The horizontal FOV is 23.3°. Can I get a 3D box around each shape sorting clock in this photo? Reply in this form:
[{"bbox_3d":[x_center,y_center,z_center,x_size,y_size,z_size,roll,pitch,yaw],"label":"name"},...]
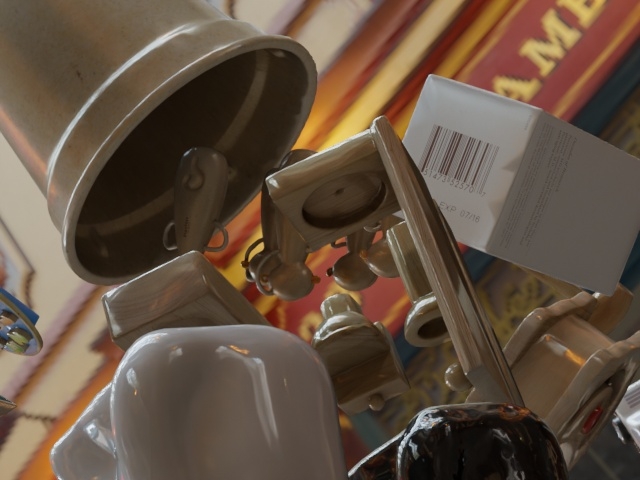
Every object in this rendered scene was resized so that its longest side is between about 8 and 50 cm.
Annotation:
[{"bbox_3d":[-0.400,0.068,1.727,0.040,0.206,0.206,-60,-29,-28],"label":"shape sorting clock"}]

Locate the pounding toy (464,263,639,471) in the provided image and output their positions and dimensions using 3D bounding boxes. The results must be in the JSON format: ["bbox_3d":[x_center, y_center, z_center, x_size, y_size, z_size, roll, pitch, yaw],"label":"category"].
[{"bbox_3d":[0.192,0.112,1.398,0.269,0.155,0.154,-10,-47,-62],"label":"pounding toy"}]

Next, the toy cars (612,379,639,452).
[{"bbox_3d":[0.389,0.323,1.769,0.087,0.176,0.393,62,-142,-61],"label":"toy cars"}]

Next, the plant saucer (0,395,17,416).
[{"bbox_3d":[-0.270,0.109,1.152,0.018,0.067,0.192,-60,-2,-10],"label":"plant saucer"}]

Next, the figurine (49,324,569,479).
[{"bbox_3d":[0.025,0.144,0.462,0.092,0.209,0.215,-36,-35,25],"label":"figurine"}]

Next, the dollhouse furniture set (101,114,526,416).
[{"bbox_3d":[0.002,0.059,0.677,0.151,0.123,0.144,-26,-33,9],"label":"dollhouse furniture set"}]

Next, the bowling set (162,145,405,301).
[{"bbox_3d":[0.000,0.000,1.599,0.200,0.287,0.154,28,-114,-63],"label":"bowling set"}]

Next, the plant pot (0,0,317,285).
[{"bbox_3d":[-0.227,-0.176,1.654,0.334,0.305,0.334,-38,-21,-17],"label":"plant pot"}]

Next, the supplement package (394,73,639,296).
[{"bbox_3d":[0.146,-0.037,1.114,0.179,0.105,0.105,17,-86,-49],"label":"supplement package"}]
